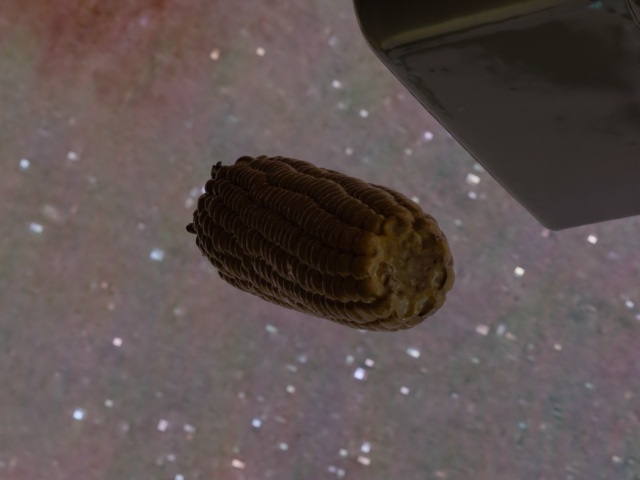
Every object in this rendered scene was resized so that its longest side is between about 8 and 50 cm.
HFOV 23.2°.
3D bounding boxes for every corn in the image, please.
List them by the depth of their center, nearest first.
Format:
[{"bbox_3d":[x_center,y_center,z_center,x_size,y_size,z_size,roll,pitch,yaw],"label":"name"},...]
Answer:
[{"bbox_3d":[0.000,0.000,1.048,0.305,0.106,0.106,16,-98,65],"label":"corn"}]

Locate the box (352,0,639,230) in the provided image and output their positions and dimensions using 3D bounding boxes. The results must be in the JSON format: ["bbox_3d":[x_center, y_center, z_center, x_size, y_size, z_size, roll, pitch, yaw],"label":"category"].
[{"bbox_3d":[0.096,-0.093,0.487,0.129,0.210,0.148,-13,-112,22],"label":"box"}]
